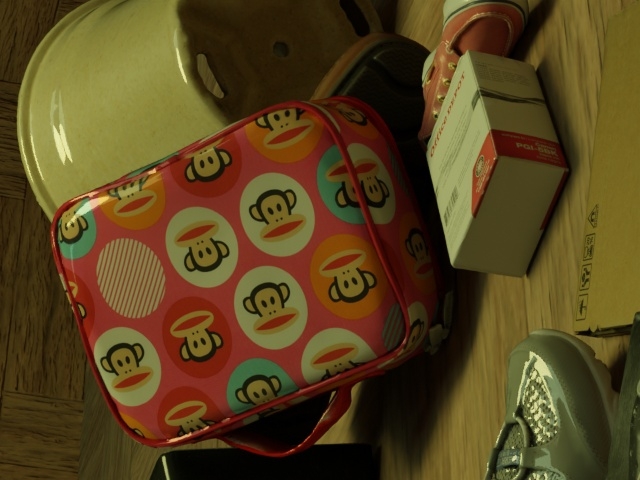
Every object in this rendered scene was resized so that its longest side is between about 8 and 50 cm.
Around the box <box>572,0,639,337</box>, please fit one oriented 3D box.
[{"bbox_3d":[0.193,-0.047,1.065,0.164,0.021,0.201,157,121,-75],"label":"box"}]

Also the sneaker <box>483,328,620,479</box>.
[{"bbox_3d":[0.110,0.183,1.049,0.105,0.115,0.281,132,145,-67],"label":"sneaker"}]

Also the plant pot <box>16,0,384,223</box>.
[{"bbox_3d":[-0.096,-0.147,1.839,0.305,0.334,0.334,-30,51,60],"label":"plant pot"}]

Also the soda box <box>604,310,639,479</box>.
[{"bbox_3d":[0.178,0.124,0.936,0.060,0.053,0.169,-162,81,-77],"label":"soda box"}]

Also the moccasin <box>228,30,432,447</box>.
[{"bbox_3d":[0.003,0.001,1.597,0.147,0.139,0.380,-119,43,-69],"label":"moccasin"}]

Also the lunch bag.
[{"bbox_3d":[-0.052,0.043,1.461,0.120,0.293,0.258,-18,-92,-64],"label":"lunch bag"}]

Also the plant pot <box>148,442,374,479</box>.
[{"bbox_3d":[-0.054,0.292,1.580,0.188,0.187,0.167,117,148,-53],"label":"plant pot"}]

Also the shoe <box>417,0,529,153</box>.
[{"bbox_3d":[0.114,-0.122,1.388,0.178,0.063,0.081,117,158,-68],"label":"shoe"}]

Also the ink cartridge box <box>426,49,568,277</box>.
[{"bbox_3d":[0.122,-0.055,1.303,0.135,0.056,0.099,-98,22,-51],"label":"ink cartridge box"}]
